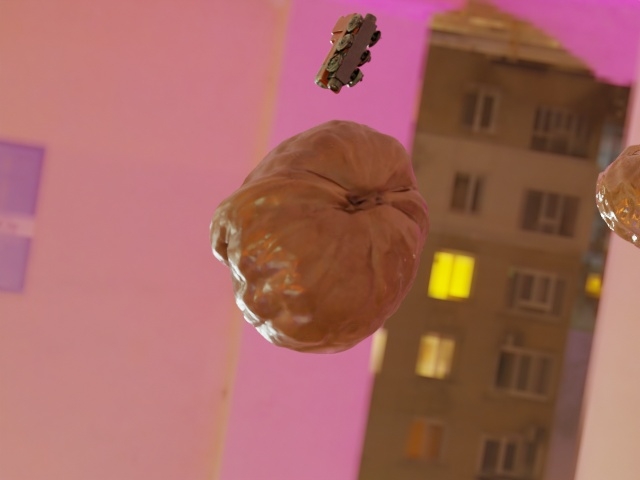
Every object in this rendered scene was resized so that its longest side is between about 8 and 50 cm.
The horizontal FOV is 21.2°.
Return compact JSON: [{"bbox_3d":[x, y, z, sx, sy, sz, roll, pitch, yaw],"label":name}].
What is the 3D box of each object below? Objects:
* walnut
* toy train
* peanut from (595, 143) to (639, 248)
[{"bbox_3d":[0.000,0.000,2.208,0.285,0.296,0.285,-2,153,-1],"label":"walnut"},{"bbox_3d":[0.028,-0.214,1.954,0.044,0.103,0.064,37,158,-28],"label":"toy train"},{"bbox_3d":[0.449,-0.013,1.988,0.149,0.149,0.313,6,-148,-45],"label":"peanut"}]
